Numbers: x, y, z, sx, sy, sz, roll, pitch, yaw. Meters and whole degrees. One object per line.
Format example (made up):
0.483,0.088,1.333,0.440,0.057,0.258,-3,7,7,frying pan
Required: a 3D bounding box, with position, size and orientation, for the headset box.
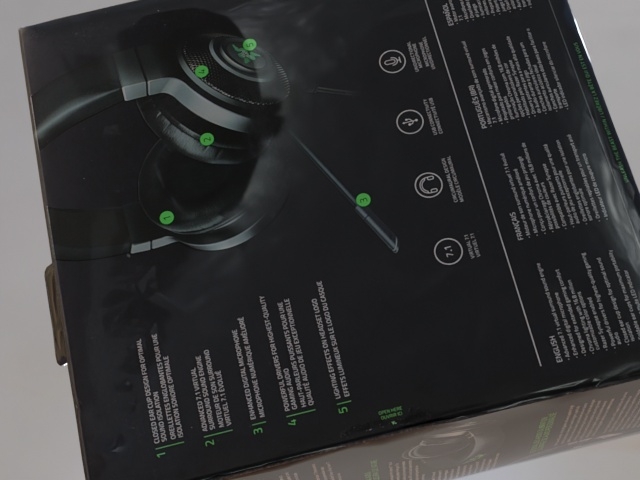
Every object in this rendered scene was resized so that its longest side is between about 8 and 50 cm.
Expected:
0.000,0.000,0.594,0.283,0.131,0.246,-14,-113,-2,headset box
